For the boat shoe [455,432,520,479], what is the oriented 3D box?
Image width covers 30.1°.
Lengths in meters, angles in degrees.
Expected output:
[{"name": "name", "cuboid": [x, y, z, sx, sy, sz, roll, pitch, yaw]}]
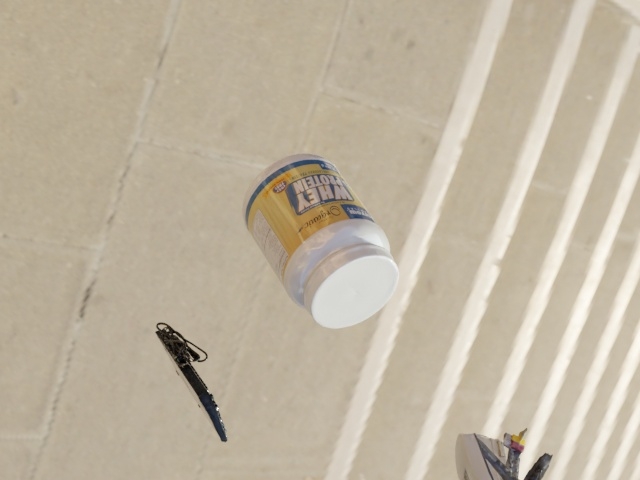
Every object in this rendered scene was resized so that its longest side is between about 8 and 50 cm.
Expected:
[{"name": "boat shoe", "cuboid": [0.269, 0.388, 1.793, 0.088, 0.267, 0.096, 1, 115, -7]}]

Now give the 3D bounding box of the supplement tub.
[{"name": "supplement tub", "cuboid": [0.000, 0.000, 1.513, 0.144, 0.199, 0.144, -19, 139, -18]}]

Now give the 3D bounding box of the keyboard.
[{"name": "keyboard", "cuboid": [-0.147, 0.156, 1.413, 0.038, 0.192, 0.100, -30, 119, -12]}]

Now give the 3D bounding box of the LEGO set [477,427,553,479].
[{"name": "LEGO set", "cuboid": [0.182, 0.323, 0.879, 0.331, 0.192, 0.255, 44, 48, 1]}]
